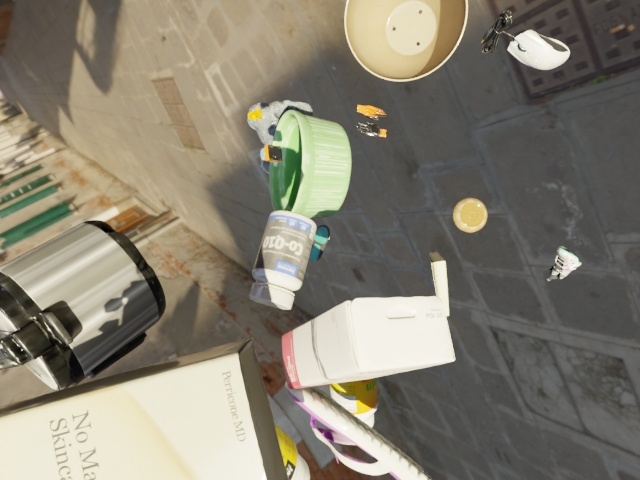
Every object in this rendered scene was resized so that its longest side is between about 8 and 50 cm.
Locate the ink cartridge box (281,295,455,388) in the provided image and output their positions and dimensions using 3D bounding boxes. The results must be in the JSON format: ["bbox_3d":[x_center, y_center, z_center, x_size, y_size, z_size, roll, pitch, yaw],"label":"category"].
[{"bbox_3d":[0.075,0.199,0.840,0.283,0.207,0.117,-40,53,56],"label":"ink cartridge box"}]

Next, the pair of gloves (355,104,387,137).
[{"bbox_3d":[0.115,-0.270,1.006,0.010,0.074,0.084,122,154,-64],"label":"pair of gloves"}]

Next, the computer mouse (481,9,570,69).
[{"bbox_3d":[0.449,-0.416,0.962,0.192,0.042,0.106,19,156,-7],"label":"computer mouse"}]

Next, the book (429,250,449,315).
[{"bbox_3d":[0.306,0.109,1.145,0.096,0.035,0.144,-63,-37,-75],"label":"book"}]

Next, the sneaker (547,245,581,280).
[{"bbox_3d":[0.471,0.052,0.876,0.098,0.069,0.038,26,-158,-42],"label":"sneaker"}]

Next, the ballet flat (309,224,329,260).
[{"bbox_3d":[0.000,0.000,1.915,0.074,0.074,0.203,43,134,27],"label":"ballet flat"}]

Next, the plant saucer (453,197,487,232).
[{"bbox_3d":[0.359,-0.061,1.058,0.083,0.083,0.015,56,179,-1],"label":"plant saucer"}]

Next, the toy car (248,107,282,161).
[{"bbox_3d":[-0.120,-0.224,0.961,0.040,0.060,0.122,-5,111,28],"label":"toy car"}]

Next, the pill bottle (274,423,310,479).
[{"bbox_3d":[-0.109,0.342,0.705,0.119,0.119,0.209,22,152,53],"label":"pill bottle"}]

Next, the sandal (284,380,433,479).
[{"bbox_3d":[0.078,0.456,0.977,0.416,0.102,0.169,37,170,0],"label":"sandal"}]

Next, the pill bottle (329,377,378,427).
[{"bbox_3d":[0.094,0.411,1.252,0.136,0.136,0.246,21,123,53],"label":"pill bottle"}]

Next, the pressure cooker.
[{"bbox_3d":[-0.690,0.187,1.193,0.375,0.420,0.370,34,138,17],"label":"pressure cooker"}]

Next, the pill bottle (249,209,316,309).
[{"bbox_3d":[-0.058,0.031,0.676,0.078,0.137,0.078,13,162,4],"label":"pill bottle"}]

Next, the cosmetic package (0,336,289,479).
[{"bbox_3d":[-0.196,0.208,0.399,0.113,0.309,0.160,97,157,-84],"label":"cosmetic package"}]

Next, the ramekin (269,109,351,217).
[{"bbox_3d":[-0.033,-0.204,1.258,0.303,0.148,0.304,-179,90,-67],"label":"ramekin"}]

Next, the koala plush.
[{"bbox_3d":[-0.143,-0.340,1.499,0.196,0.203,0.222,-4,93,43],"label":"koala plush"}]

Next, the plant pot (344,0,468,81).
[{"bbox_3d":[0.220,-0.546,1.116,0.283,0.191,0.285,5,108,16],"label":"plant pot"}]
